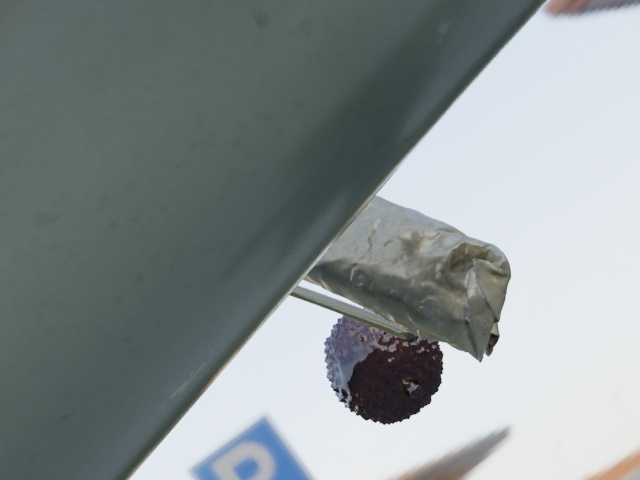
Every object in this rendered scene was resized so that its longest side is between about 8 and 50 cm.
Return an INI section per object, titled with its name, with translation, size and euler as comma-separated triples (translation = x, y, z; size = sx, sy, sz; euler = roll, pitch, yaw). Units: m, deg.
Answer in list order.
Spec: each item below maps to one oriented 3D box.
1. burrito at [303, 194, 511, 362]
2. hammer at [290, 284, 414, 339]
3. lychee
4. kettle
[burrito]
translation = 0.000, 0.000, 1.065
size = 0.059, 0.275, 0.082
euler = -25, -49, -61
[hammer]
translation = -0.008, 0.033, 1.236
size = 0.028, 0.195, 0.060
euler = -29, -51, -49
[lychee]
translation = 0.063, 0.125, 1.668
size = 0.123, 0.129, 0.123
euler = -19, -36, -14
[kettle]
translation = -0.094, -0.054, 0.498
size = 0.318, 0.205, 0.265
euler = -48, 22, -1
